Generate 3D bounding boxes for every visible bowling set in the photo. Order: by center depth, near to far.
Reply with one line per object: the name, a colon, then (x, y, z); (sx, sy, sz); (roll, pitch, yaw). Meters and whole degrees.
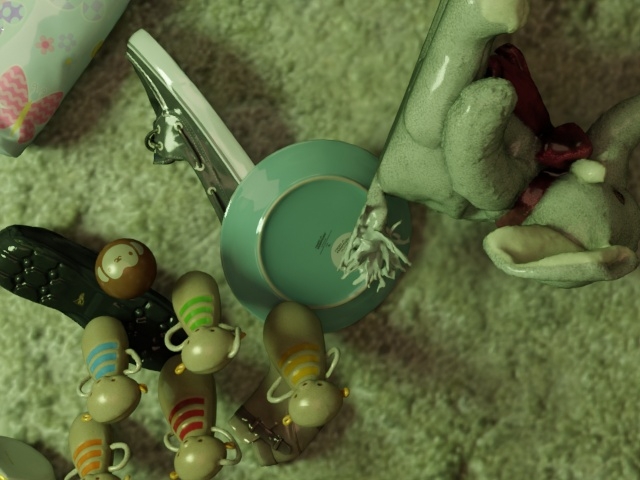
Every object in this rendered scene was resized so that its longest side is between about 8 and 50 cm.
bowling set: (-0.144, 0.113, 1.443); (0.287, 0.154, 0.200); (-31, 124, 8)

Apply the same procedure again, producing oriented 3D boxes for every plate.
plate: (0.000, 0.000, 1.534); (0.188, 0.024, 0.188); (-4, 105, -17)

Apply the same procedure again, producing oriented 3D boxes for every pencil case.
pencil case: (-0.258, -0.210, 1.525); (0.124, 0.113, 0.273); (36, 88, -22)

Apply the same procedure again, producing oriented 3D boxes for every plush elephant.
plush elephant: (0.189, -0.069, 1.457); (0.255, 0.272, 0.330); (21, 99, -1)

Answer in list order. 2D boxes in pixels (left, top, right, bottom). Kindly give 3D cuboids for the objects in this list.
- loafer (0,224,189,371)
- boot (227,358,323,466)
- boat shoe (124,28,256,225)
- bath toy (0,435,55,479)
loafer: (-0.203, 0.049, 1.542); (0.223, 0.078, 0.076); (30, 110, -16)
boot: (-0.049, 0.151, 1.561); (0.087, 0.042, 0.118); (-33, 82, 8)
boat shoe: (-0.122, -0.089, 1.548); (0.076, 0.080, 0.228); (-37, 97, -2)
bath toy: (-0.268, 0.312, 1.438); (0.151, 0.348, 0.129); (20, 111, -37)
